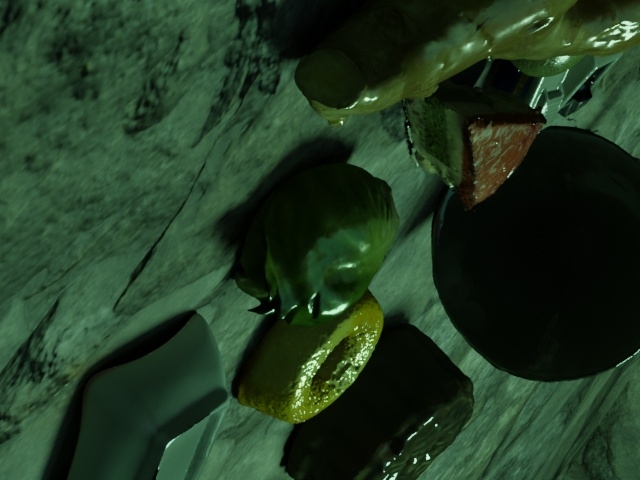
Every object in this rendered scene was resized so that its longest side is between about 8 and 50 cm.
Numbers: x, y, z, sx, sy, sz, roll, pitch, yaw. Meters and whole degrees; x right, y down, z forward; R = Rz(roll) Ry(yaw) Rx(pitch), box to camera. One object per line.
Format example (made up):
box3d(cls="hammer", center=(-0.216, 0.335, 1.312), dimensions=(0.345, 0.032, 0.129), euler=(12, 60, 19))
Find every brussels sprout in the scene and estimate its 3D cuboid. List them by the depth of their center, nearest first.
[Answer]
box3d(cls="brussels sprout", center=(0.003, 0.001, 1.531), dimensions=(0.181, 0.100, 0.139), euler=(-18, 129, -32))

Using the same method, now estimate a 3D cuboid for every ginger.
box3d(cls="ginger", center=(0.155, -0.200, 1.425), dimensions=(0.348, 0.122, 0.363), euler=(-45, 148, 8))

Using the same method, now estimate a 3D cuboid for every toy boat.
box3d(cls="toy boat", center=(0.260, -0.229, 1.718), dimensions=(0.129, 0.088, 0.295), euler=(-28, 151, -43))

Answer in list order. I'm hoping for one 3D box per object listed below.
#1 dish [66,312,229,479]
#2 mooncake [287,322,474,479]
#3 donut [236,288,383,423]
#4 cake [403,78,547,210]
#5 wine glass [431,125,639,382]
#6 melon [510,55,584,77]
box3d(cls="dish", center=(-0.148, 0.180, 1.518), dimensions=(0.151, 0.077, 0.212), euler=(-30, 152, -48))
box3d(cls="mooncake", center=(0.073, 0.214, 2.046), dimensions=(0.228, 0.124, 0.228), euler=(-45, 162, -19))
box3d(cls="donut", center=(-0.002, 0.108, 1.756), dimensions=(0.178, 0.065, 0.162), euler=(-31, 152, -46))
box3d(cls="cake", center=(0.122, -0.086, 1.655), dimensions=(0.116, 0.086, 0.220), euler=(-61, 161, 18))
box3d(cls="wine glass", center=(0.302, 0.003, 2.015), dimensions=(0.267, 0.267, 0.406), euler=(-57, 165, 14))
box3d(cls="melon", center=(0.217, -0.222, 1.610), dimensions=(0.099, 0.099, 0.162), euler=(-27, 147, -53))
